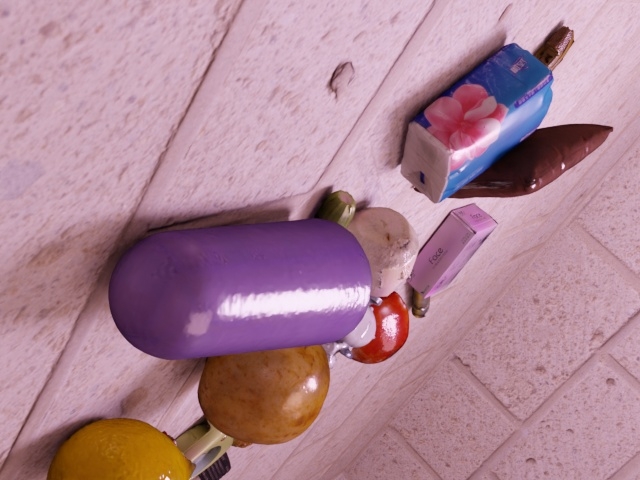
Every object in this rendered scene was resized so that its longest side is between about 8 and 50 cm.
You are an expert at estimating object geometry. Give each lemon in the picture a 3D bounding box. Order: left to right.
[{"bbox_3d":[-0.355,0.420,1.453,0.228,0.228,0.253,-49,142,15],"label":"lemon"}]

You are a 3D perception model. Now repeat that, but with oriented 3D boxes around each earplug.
[{"bbox_3d":[-0.121,0.071,1.237,0.215,0.215,0.456,-51,156,22],"label":"earplug"}]

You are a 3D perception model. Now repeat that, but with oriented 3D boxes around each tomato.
[{"bbox_3d":[0.155,0.253,2.261,0.200,0.139,0.233,-31,159,-16],"label":"tomato"}]

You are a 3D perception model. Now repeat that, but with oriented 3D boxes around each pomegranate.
[{"bbox_3d":[-0.109,0.270,1.615,0.260,0.260,0.260,-38,160,-16],"label":"pomegranate"}]

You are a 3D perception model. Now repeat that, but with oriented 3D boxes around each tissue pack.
[{"bbox_3d":[0.341,0.026,2.226,0.148,0.092,0.246,-17,148,-55],"label":"tissue pack"},{"bbox_3d":[0.288,-0.208,1.551,0.269,0.137,0.209,-38,162,-18],"label":"tissue pack"}]

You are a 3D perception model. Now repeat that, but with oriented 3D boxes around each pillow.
[{"bbox_3d":[0.398,-0.164,1.744,0.305,0.108,0.308,-30,-161,-35],"label":"pillow"}]

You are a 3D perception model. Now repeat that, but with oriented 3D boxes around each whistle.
[{"bbox_3d":[0.297,0.162,2.485,0.326,0.057,0.068,73,21,-69],"label":"whistle"}]

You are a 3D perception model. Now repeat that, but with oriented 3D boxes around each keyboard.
[{"bbox_3d":[-0.292,0.620,2.283,0.103,0.041,0.381,-37,160,-18],"label":"keyboard"}]

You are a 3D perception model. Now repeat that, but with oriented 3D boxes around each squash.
[{"bbox_3d":[0.000,0.000,1.521,0.066,0.066,0.229,-24,153,-45],"label":"squash"}]

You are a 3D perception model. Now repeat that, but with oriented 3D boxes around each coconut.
[{"bbox_3d":[0.108,0.032,1.653,0.171,0.171,0.183,-31,150,-33],"label":"coconut"}]

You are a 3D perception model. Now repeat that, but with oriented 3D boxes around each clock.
[{"bbox_3d":[-0.312,0.505,1.961,0.232,0.069,0.170,-36,160,-19],"label":"clock"}]

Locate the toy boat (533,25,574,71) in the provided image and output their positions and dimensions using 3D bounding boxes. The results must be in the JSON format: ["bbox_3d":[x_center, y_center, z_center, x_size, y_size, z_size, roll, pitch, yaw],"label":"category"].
[{"bbox_3d":[0.453,-0.367,1.691,0.149,0.047,0.049,-50,147,9],"label":"toy boat"}]

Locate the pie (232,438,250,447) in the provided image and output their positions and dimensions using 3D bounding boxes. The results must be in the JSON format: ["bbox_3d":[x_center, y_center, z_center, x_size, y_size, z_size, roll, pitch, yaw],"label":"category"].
[{"bbox_3d":[-0.119,0.419,2.141,0.315,0.092,0.315,-38,162,-15],"label":"pie"}]

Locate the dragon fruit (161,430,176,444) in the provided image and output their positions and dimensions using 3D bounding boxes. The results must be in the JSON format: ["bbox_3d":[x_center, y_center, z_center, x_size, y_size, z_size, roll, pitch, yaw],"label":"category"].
[{"bbox_3d":[-0.337,0.460,1.820,0.097,0.063,0.131,-23,152,-47],"label":"dragon fruit"}]

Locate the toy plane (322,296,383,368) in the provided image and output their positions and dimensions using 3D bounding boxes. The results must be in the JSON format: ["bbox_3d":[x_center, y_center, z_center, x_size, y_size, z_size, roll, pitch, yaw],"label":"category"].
[{"bbox_3d":[0.064,0.189,1.969,0.267,0.122,0.267,-54,161,-29],"label":"toy plane"}]
